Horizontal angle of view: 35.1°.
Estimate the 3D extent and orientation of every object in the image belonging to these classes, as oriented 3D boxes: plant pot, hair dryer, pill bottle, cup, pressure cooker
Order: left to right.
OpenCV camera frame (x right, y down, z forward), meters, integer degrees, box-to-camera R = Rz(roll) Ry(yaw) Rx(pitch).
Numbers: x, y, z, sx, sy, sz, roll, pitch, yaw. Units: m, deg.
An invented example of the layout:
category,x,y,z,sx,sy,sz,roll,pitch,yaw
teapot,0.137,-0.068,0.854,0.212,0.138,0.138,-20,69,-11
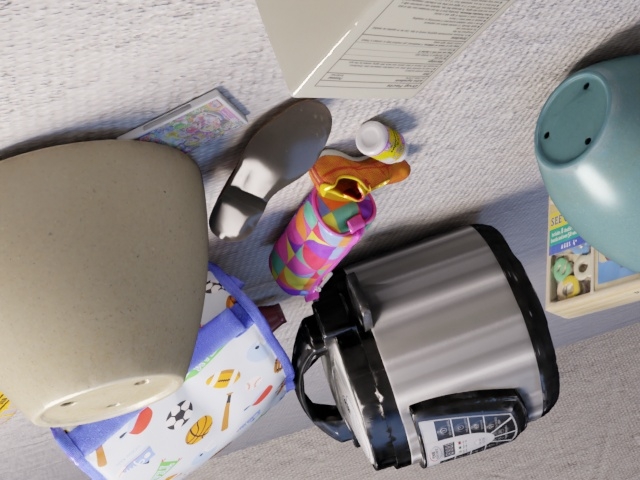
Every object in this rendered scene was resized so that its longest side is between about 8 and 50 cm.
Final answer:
category,x,y,z,sx,sy,sz,roll,pitch,yaw
cup,-0.264,0.070,1.132,0.331,0.237,0.331,-16,163,-5
hair dryer,-0.178,0.180,1.851,0.293,0.080,0.223,-28,177,37
pill bottle,0.081,-0.122,1.276,0.043,0.043,0.083,-29,160,23
pressure cooker,0.156,0.197,1.749,0.420,0.370,0.375,-18,-174,-4
plant pot,0.392,-0.121,1.303,0.195,0.290,0.290,19,143,-28

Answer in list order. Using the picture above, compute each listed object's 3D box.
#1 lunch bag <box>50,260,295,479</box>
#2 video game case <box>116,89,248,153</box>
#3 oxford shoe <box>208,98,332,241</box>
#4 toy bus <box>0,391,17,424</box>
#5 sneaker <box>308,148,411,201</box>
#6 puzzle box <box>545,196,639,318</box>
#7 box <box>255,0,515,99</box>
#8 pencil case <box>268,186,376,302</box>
category,x,y,z,sx,sy,sz,roll,pitch,yaw
lunch bag,-0.220,0.211,1.495,0.328,0.239,0.385,-39,171,-9
video game case,-0.148,-0.119,1.096,0.122,0.011,0.087,-24,162,11
oxford shoe,-0.062,-0.095,1.187,0.076,0.076,0.212,34,121,-17
toy bus,-0.492,0.198,1.473,0.130,0.108,0.332,-7,157,-40
sneaker,0.054,-0.080,1.332,0.175,0.067,0.064,-6,155,-40
puzzle box,0.473,-0.065,1.387,0.052,0.272,0.409,20,154,-27
box,0.070,-0.231,0.829,0.148,0.127,0.232,-5,157,-39
pencil case,0.000,0.000,1.449,0.104,0.104,0.236,-13,159,-22
